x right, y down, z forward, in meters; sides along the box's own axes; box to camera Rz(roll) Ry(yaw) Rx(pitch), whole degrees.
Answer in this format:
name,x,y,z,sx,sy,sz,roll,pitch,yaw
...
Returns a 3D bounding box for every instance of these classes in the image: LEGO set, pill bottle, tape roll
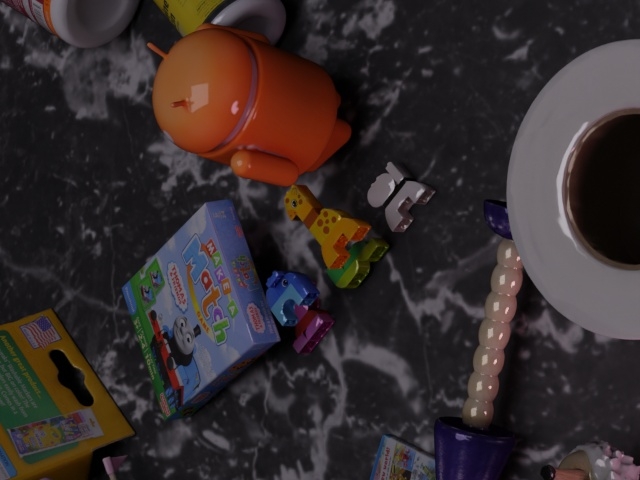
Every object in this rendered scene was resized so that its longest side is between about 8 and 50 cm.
name,x,y,z,sx,sy,sz,roll,pitch,yaw
LEGO set,0.000,0.000,1.923,0.227,0.087,0.093,-52,59,25
pill bottle,-0.310,-0.308,2.171,0.221,0.121,0.121,33,109,36
tape roll,0.301,-0.039,1.618,0.246,0.169,0.246,-2,86,40
pill bottle,-0.123,-0.268,2.024,0.184,0.103,0.103,52,119,29

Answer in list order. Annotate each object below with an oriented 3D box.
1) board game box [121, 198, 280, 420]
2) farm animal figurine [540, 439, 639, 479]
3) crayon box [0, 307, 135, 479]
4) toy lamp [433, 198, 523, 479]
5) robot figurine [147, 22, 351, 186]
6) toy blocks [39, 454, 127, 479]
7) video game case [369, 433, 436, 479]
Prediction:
name,x,y,z,sx,sy,sz,roll,pitch,yaw
board game box,-0.128,0.075,2.024,0.211,0.039,0.160,-42,62,49
farm animal figurine,0.239,0.386,1.672,0.330,0.172,0.327,-56,44,33
crayon box,-0.395,0.217,2.135,0.203,0.323,0.083,52,146,29
toy lamp,0.158,0.104,1.792,0.080,0.080,0.275,18,100,39
robot figurine,-0.073,-0.134,1.899,0.128,0.219,0.158,5,81,48
toy blocks,-0.266,0.371,2.007,0.309,0.288,0.260,-33,74,37
video game case,0.109,0.272,1.869,0.166,0.015,0.119,24,104,38
